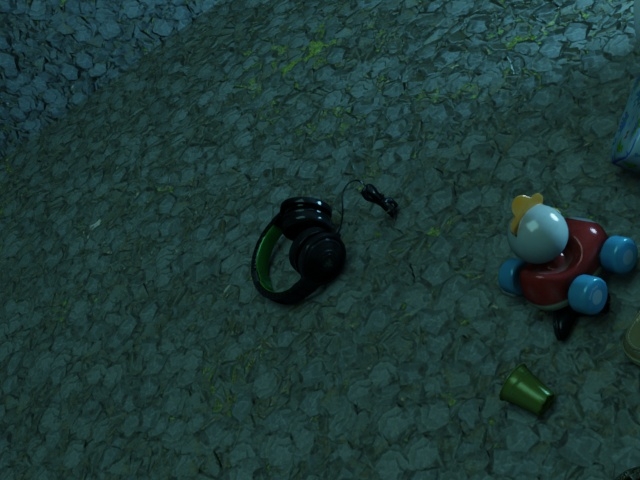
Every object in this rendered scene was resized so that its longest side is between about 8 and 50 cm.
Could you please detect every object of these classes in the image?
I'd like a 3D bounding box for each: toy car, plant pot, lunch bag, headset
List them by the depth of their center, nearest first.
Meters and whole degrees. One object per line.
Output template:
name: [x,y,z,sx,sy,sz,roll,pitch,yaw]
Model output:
plant pot: [0.392,0.287,1.603,0.079,0.083,0.083,33,79,33]
toy car: [0.441,-0.007,1.639,0.210,0.238,0.219,-47,32,-18]
lunch bag: [0.664,-0.245,1.712,0.090,0.176,0.218,19,90,5]
headset: [0.000,0.000,2.094,0.394,0.185,0.243,-41,45,24]

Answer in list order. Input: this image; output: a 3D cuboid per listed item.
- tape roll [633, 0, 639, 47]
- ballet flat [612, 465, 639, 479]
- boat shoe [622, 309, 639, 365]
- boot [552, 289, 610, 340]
tape roll: [0.793,-0.509,1.813,0.169,0.246,0.246,10,64,41]
ballet flat: [0.459,0.465,1.419,0.250,0.058,0.084,-42,42,0]
boat shoe: [0.666,0.082,1.533,0.341,0.110,0.122,-45,43,-3]
boot: [0.506,0.136,1.655,0.099,0.045,0.121,-10,46,33]
